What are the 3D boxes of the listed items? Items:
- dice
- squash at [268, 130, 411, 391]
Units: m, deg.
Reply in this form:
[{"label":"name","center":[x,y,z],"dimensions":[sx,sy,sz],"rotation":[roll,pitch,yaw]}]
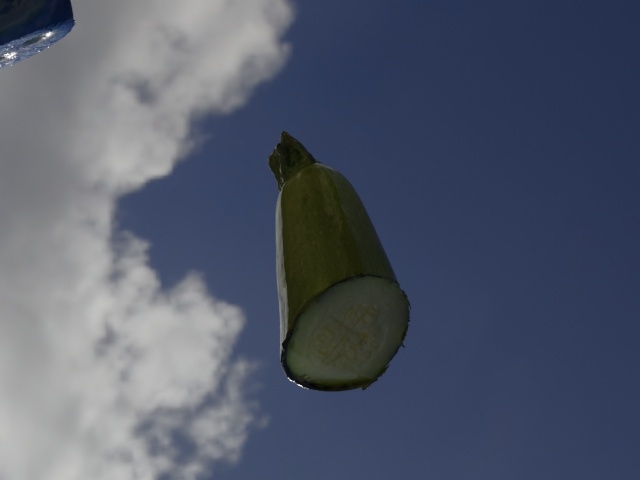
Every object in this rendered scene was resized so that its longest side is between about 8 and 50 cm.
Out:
[{"label":"dice","center":[-0.298,-0.220,1.247],"dimensions":[0.143,0.146,0.146],"rotation":[67,-15,-2]},{"label":"squash","center":[0.016,0.000,1.468],"dimensions":[0.137,0.137,0.287],"rotation":[-41,-141,36]}]
